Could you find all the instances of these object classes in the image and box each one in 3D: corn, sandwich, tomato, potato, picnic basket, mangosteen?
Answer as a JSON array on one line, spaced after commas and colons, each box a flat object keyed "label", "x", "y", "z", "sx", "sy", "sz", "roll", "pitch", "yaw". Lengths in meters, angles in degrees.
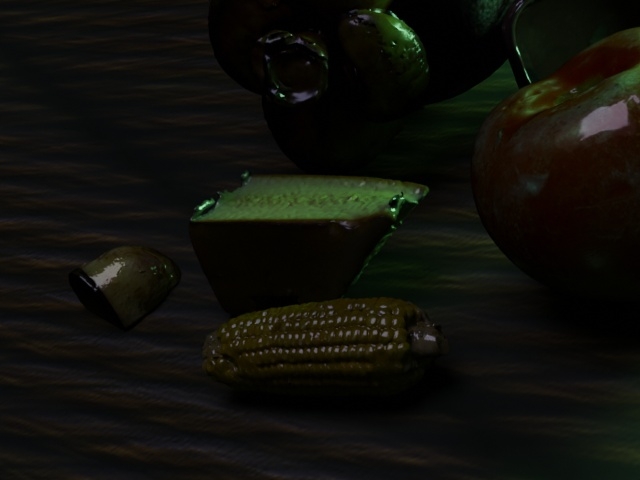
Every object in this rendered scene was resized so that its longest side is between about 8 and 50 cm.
[{"label": "corn", "x": 0.002, "y": 0.103, "z": 1.652, "sx": 0.261, "sy": 0.097, "sz": 0.097, "roll": -4, "pitch": 39, "yaw": 31}, {"label": "sandwich", "x": 0.000, "y": 0.000, "z": 1.772, "sx": 0.235, "sy": 0.128, "sz": 0.122, "roll": 3, "pitch": 39, "yaw": 34}, {"label": "tomato", "x": 0.279, "y": -0.056, "z": 1.584, "sx": 0.270, "sy": 0.223, "sz": 0.270, "roll": -31, "pitch": 14, "yaw": 8}, {"label": "potato", "x": -0.214, "y": 0.035, "z": 1.915, "sx": 0.103, "sy": 0.066, "sz": 0.096, "roll": -39, "pitch": 39, "yaw": -24}, {"label": "picnic basket", "x": 0.330, "y": -0.217, "z": 1.812, "sx": 0.296, "sy": 0.223, "sz": 0.129, "roll": -29, "pitch": 11, "yaw": -6}, {"label": "mangosteen", "x": 0.064, "y": -0.291, "z": 1.931, "sx": 0.381, "sy": 0.381, "sz": 0.421, "roll": -8, "pitch": 61, "yaw": 24}]
